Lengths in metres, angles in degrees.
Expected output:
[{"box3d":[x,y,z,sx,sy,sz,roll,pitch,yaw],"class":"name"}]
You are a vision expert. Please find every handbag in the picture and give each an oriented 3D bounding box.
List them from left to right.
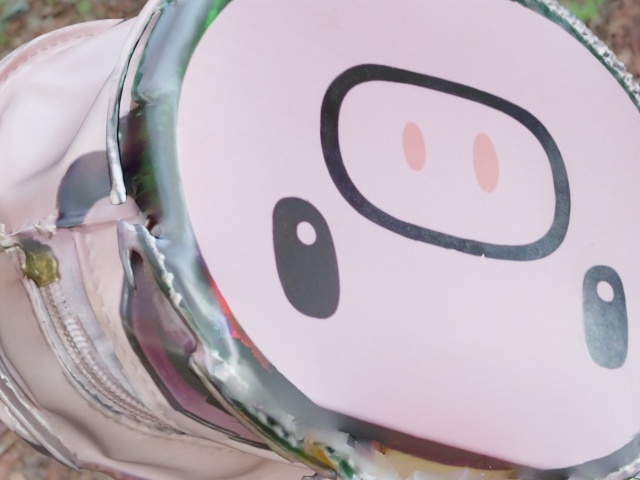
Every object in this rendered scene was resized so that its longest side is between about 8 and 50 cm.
[{"box3d":[0.001,-0.001,0.445,0.116,0.205,0.179,-28,56,51],"class":"handbag"}]

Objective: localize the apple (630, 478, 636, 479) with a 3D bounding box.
[{"box3d":[0.121,0.159,0.548,0.160,0.173,0.195,-51,38,38],"class":"apple"}]
